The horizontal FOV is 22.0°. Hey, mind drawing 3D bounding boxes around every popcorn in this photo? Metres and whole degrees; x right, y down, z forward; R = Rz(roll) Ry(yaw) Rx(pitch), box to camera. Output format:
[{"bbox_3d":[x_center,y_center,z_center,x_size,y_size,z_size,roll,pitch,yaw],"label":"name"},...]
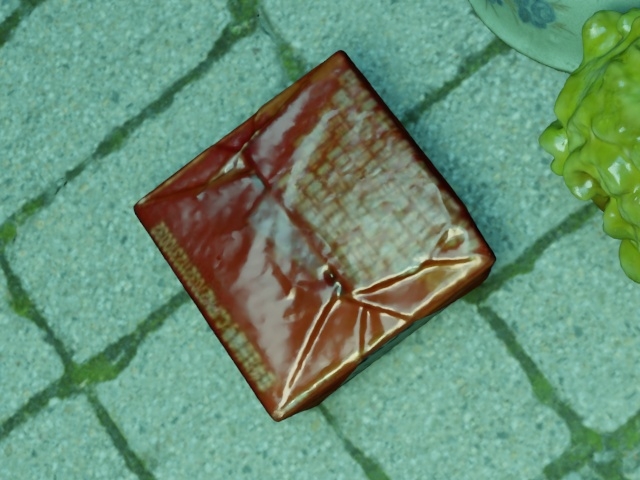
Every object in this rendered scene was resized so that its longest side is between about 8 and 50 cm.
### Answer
[{"bbox_3d":[0.281,-0.073,1.315,0.181,0.217,0.235,-33,64,-21],"label":"popcorn"}]

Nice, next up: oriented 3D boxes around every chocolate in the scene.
[{"bbox_3d":[0.000,0.000,1.417,0.234,0.108,0.237,-38,73,5],"label":"chocolate"}]

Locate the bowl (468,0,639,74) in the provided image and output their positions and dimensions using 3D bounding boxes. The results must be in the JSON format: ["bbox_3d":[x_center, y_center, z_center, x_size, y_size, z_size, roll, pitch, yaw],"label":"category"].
[{"bbox_3d":[0.245,-0.305,1.390,0.313,0.146,0.313,-3,80,15],"label":"bowl"}]
